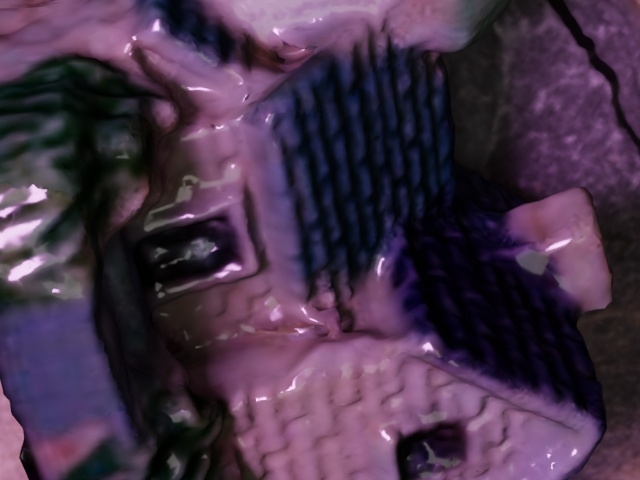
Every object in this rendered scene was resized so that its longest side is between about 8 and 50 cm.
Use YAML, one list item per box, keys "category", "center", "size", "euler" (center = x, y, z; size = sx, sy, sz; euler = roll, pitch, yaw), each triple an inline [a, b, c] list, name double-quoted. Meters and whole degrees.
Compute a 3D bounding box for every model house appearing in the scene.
- category: "model house"
  center: [0.000, -0.001, 0.661]
  size: [0.284, 0.243, 0.298]
  euler: [-14, 126, -2]
